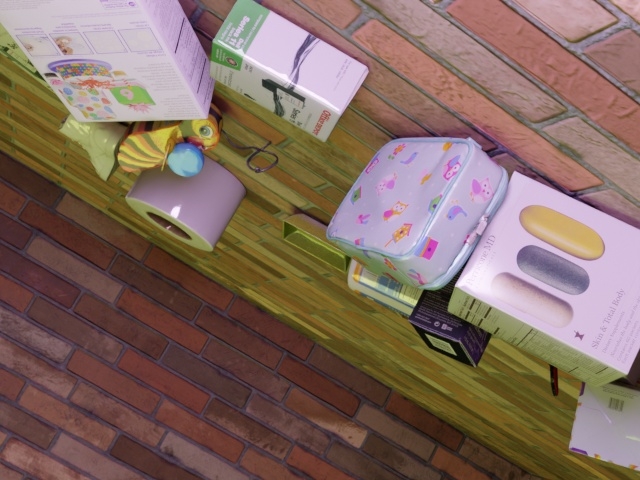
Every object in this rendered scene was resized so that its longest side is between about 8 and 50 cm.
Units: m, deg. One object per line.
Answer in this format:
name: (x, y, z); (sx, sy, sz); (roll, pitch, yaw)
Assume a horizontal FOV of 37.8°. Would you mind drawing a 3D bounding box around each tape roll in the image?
tape roll: (-0.324, -0.105, 2.256); (0.246, 0.169, 0.246); (27, 167, 7)

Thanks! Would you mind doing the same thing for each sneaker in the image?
sneaker: (-0.578, -0.260, 2.376); (0.169, 0.108, 0.292); (32, 157, -4)

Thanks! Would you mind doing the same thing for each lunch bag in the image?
lunch bag: (0.146, -0.051, 1.388); (0.108, 0.224, 0.279); (40, 169, -26)

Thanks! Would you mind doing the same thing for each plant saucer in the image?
plant saucer: (0.000, 0.000, 2.233); (0.188, 0.045, 0.188); (29, 167, 4)

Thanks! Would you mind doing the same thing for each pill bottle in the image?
pill bottle: (0.205, 0.085, 1.895); (0.272, 0.152, 0.152); (25, 166, 18)

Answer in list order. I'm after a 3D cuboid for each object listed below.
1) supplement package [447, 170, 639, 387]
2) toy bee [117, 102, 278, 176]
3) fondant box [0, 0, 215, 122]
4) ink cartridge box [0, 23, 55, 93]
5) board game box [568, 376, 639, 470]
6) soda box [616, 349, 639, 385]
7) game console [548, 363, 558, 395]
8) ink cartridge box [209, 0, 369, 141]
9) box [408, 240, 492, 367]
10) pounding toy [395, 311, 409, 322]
supplement package: (0.353, 0.064, 1.391); (0.262, 0.199, 0.198); (27, 169, 10)
toy bee: (-0.250, -0.218, 1.788); (0.195, 0.298, 0.162); (-116, 14, -48)
fondant box: (-0.328, -0.312, 1.437); (0.238, 0.096, 0.330); (1, 152, 15)
ink cartridge box: (-0.497, -0.372, 1.737); (0.289, 0.122, 0.211); (38, 164, -30)
board game box: (0.598, 0.342, 1.808); (0.144, 0.142, 0.275); (12, -178, 31)
soda box: (0.484, 0.151, 1.676); (0.286, 0.098, 0.091); (39, 164, -36)
game console: (0.505, 0.287, 2.166); (0.085, 0.124, 0.144); (-4, 156, 16)
ink cartridge box: (-0.050, -0.244, 1.356); (0.208, 0.087, 0.153); (29, 167, -2)
box: (0.267, 0.103, 1.709); (0.108, 0.207, 0.153); (21, 165, 29)
pounding toy: (0.183, 0.093, 2.117); (0.181, 0.094, 0.206); (20, 155, 53)
